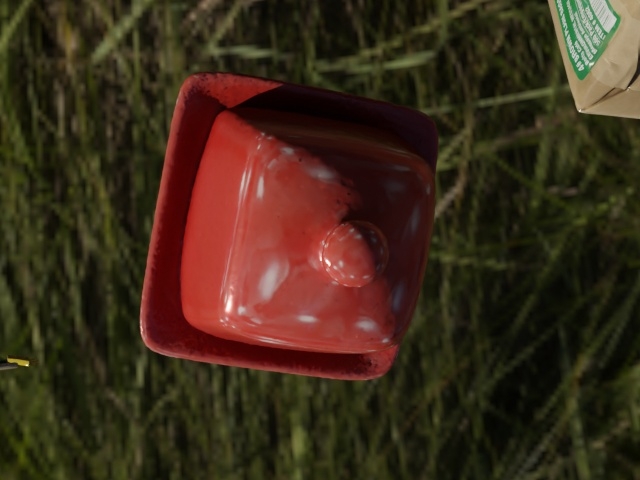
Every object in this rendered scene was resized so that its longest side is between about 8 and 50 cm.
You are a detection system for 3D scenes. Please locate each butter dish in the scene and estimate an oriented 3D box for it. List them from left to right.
[{"bbox_3d":[0.000,0.000,0.880,0.160,0.160,0.118,9,-175,-23],"label":"butter dish"}]

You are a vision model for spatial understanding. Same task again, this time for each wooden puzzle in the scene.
[{"bbox_3d":[-0.370,0.131,1.787,0.078,0.014,0.116,7,-171,43],"label":"wooden puzzle"}]

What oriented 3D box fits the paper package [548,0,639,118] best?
[{"bbox_3d":[0.395,-0.287,1.722,0.309,0.325,0.168,4,142,-15],"label":"paper package"}]
